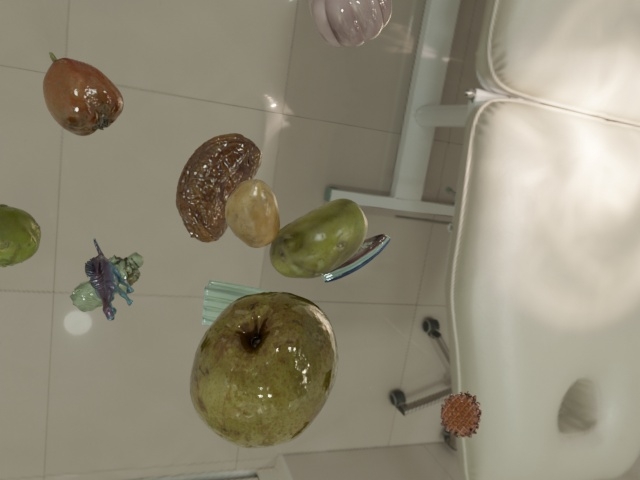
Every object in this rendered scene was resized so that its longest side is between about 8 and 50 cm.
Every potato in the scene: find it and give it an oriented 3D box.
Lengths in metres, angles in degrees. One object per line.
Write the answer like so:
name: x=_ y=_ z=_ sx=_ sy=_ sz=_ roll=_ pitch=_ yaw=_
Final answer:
potato: x=-0.135 y=-0.054 z=1.002 sx=0.112 sy=0.112 sz=0.146 roll=-20 pitch=118 yaw=-14
potato: x=-0.838 y=-0.012 z=1.264 sx=0.186 sy=0.253 sz=0.148 roll=20 pitch=112 yaw=11
potato: x=-0.001 y=0.000 z=1.142 sx=0.228 sy=0.197 sz=0.148 roll=-36 pitch=111 yaw=-51

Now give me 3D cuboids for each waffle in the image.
waffle: x=0.259 y=0.319 z=0.915 sx=0.029 sy=0.075 sz=0.083 roll=34 pitch=55 yaw=-44

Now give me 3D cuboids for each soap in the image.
soap: x=-0.285 y=0.246 z=1.794 sx=0.266 sy=0.087 sz=0.159 roll=10 pitch=112 yaw=2

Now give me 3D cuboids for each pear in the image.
pear: x=-0.072 y=0.172 z=0.698 sx=0.188 sy=0.211 sz=0.228 roll=25 pitch=61 yaw=15

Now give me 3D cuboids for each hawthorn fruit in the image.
hawthorn fruit: x=-0.696 y=-0.432 z=1.426 sx=0.200 sy=0.199 sz=0.251 roll=-32 pitch=99 yaw=-10

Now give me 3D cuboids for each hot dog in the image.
hot dog: x=-0.348 y=-0.178 z=1.677 sx=0.387 sy=0.174 sz=0.267 roll=-64 pitch=158 yaw=-16

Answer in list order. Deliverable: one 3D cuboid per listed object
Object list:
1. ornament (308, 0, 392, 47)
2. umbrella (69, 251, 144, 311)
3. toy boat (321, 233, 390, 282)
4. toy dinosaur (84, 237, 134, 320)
ornament: x=0.060 y=-0.507 z=1.058 sx=0.178 sy=0.177 sz=0.177 roll=-5 pitch=105 yaw=-19
umbrella: x=-0.389 y=0.075 z=0.918 sx=0.143 sy=0.062 sz=0.067 roll=-41 pitch=102 yaw=-12
toy boat: x=0.098 y=0.040 z=1.406 sx=0.229 sy=0.080 sz=0.046 roll=-28 pitch=153 yaw=-3
toy dinosaur: x=-0.325 y=0.063 z=0.759 sx=0.045 sy=0.197 sz=0.080 roll=-28 pitch=132 yaw=-10
